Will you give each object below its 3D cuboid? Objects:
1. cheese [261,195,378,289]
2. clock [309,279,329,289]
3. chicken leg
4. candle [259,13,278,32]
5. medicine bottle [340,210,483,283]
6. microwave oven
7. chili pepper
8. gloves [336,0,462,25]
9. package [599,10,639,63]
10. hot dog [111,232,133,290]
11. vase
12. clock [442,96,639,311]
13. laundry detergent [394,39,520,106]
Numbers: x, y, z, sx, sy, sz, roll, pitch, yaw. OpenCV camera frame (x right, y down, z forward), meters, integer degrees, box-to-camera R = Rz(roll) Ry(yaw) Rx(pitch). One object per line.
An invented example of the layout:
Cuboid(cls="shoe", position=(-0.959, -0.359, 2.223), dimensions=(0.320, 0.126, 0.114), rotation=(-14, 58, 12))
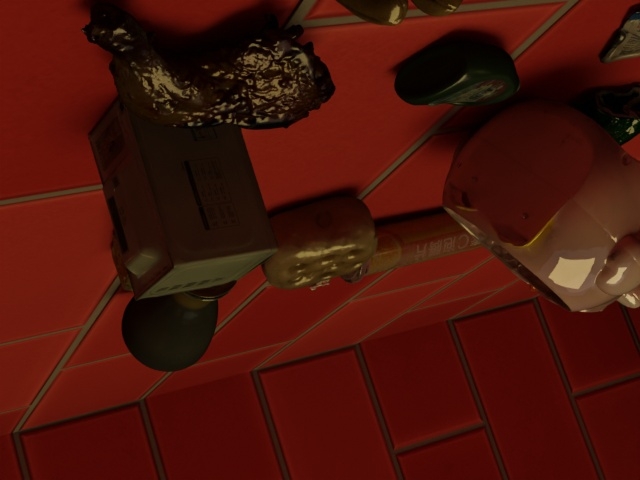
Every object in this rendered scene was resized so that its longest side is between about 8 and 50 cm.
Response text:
Cuboid(cls="cheese", position=(0.000, 0.000, 1.861), dimensions=(0.218, 0.117, 0.235), rotation=(-26, 164, 25))
Cuboid(cls="clock", position=(-0.017, 0.056, 2.145), dimensions=(0.041, 0.087, 0.129), rotation=(-13, 173, -22))
Cuboid(cls="chicken leg", position=(-0.110, -0.171, 1.085), dimensions=(0.322, 0.083, 0.177), rotation=(-2, 158, -33))
Cuboid(cls="candle", position=(-0.051, -0.206, 1.169), dimensions=(0.026, 0.021, 0.167), rotation=(-19, 167, -1))
Cuboid(cls="medicine bottle", position=(0.229, -0.011, 2.172), dimensions=(0.426, 0.108, 0.108), rotation=(-13, 166, -29))
Cuboid(cls="microwave oven", position=(-0.163, -0.054, 1.223), dimensions=(0.162, 0.208, 0.122), rotation=(-9, 164, -35))
Cuboid(cls="chili pepper", position=(0.447, -0.166, 1.831), dimensions=(0.136, 0.099, 0.270), rotation=(-23, 168, -35))
Cuboid(cls="gloves", position=(-0.018, -0.251, 0.786), dimensions=(0.331, 0.141, 0.154), rotation=(-5, 138, -15))
Cuboid(cls="package", position=(0.494, -0.304, 1.495), dimensions=(0.171, 0.027, 0.173), rotation=(-14, 166, -4))
Cuboid(cls="hot dog", position=(-0.271, 0.011, 1.614), dimensions=(0.073, 0.084, 0.242), rotation=(-13, 165, -17))
Cuboid(cls="vase", position=(-0.242, 0.108, 1.889), dimensions=(0.173, 0.173, 0.321), rotation=(-12, 161, -26))
Cuboid(cls="clock", position=(0.387, -0.048, 1.679), dimensions=(0.250, 0.368, 0.376), rotation=(-50, 144, 1))
Cuboid(cls="laundry detergent", position=(0.196, -0.211, 1.399), dimensions=(0.137, 0.063, 0.211), rotation=(-23, 169, 35))
